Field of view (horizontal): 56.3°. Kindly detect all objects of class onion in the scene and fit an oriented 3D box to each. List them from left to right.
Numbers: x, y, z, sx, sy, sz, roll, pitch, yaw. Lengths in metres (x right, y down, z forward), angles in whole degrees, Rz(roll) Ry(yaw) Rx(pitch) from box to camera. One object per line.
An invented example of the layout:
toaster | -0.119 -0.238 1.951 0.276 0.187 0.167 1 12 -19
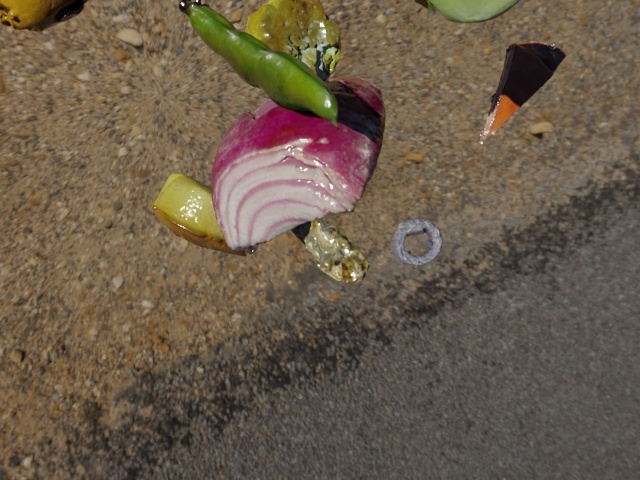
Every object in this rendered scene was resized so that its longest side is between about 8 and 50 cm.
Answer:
onion | -0.048 -0.124 0.717 0.111 0.250 0.248 37 48 -31

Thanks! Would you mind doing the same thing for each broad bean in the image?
broad bean | -0.067 -0.188 0.633 0.043 0.297 0.060 -36 142 -17
broad bean | 0.206 -0.389 0.838 0.100 0.228 0.170 -3 97 -36

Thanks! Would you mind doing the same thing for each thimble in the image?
thimble | 0.287 0.004 1.782 0.150 0.098 0.150 0 91 1

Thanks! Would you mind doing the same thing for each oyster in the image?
oyster | 0.002 -0.002 1.744 0.128 0.079 0.345 -41 70 -16

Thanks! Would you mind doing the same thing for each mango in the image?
mango | -0.595 -0.577 1.303 0.287 0.201 0.153 -61 154 -26

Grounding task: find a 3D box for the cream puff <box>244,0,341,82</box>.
cream puff | -0.079 -0.499 1.556 0.281 0.185 0.282 2 86 -30

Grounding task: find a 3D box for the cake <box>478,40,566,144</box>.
cake | 0.468 -0.369 1.479 0.135 0.098 0.287 33 98 -11

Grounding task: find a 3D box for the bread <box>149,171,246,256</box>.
bread | -0.288 -0.058 1.496 0.269 0.270 0.148 28 90 -19
